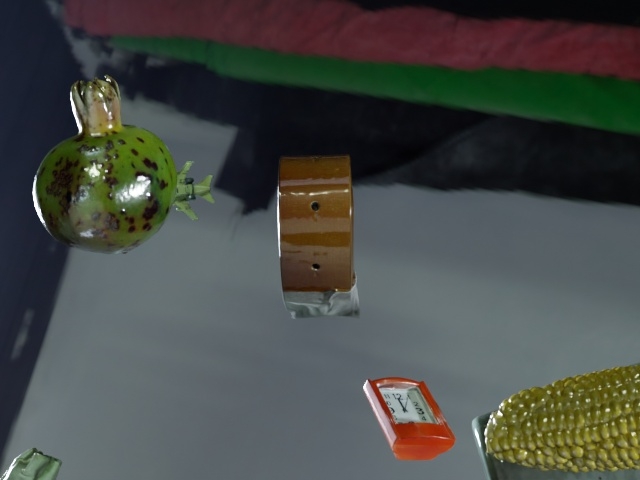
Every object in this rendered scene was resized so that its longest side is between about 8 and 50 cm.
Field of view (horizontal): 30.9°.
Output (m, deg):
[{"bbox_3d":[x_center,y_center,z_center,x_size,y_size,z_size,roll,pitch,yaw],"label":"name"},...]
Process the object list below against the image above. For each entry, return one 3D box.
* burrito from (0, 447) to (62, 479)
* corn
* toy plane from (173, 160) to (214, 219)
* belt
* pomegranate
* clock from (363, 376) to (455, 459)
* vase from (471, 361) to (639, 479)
[{"bbox_3d":[-0.418,0.340,1.667,0.074,0.044,0.118,34,-54,0],"label":"burrito"},{"bbox_3d":[0.371,0.213,1.392,0.347,0.130,0.130,-11,-24,23],"label":"corn"},{"bbox_3d":[-0.237,-0.085,1.984,0.111,0.102,0.040,-5,-8,-13],"label":"toy plane"},{"bbox_3d":[0.000,0.000,1.810,0.122,0.217,0.338,-1,-31,1],"label":"belt"},{"bbox_3d":[-0.294,-0.099,1.581,0.202,0.248,0.202,-9,15,3],"label":"pomegranate"},{"bbox_3d":[0.143,0.298,1.949,0.113,0.061,0.155,5,34,-23],"label":"clock"},{"bbox_3d":[0.369,0.288,1.599,0.291,0.245,0.245,-16,-17,2],"label":"vase"}]
